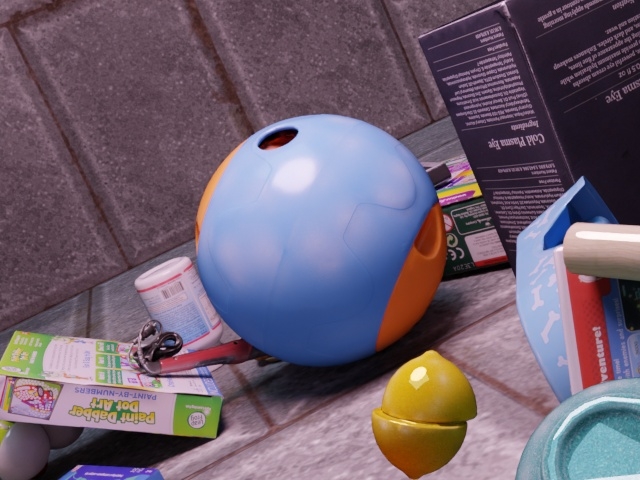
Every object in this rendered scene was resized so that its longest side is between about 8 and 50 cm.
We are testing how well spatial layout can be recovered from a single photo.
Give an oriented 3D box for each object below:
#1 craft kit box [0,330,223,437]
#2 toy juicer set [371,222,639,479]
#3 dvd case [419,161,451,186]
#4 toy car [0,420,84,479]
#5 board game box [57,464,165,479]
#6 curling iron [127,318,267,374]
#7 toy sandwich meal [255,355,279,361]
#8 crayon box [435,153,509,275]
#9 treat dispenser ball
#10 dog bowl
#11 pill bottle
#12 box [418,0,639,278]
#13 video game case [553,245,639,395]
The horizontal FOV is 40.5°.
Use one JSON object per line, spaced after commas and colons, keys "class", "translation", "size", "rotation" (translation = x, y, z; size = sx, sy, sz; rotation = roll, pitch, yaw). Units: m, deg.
{"class": "craft kit box", "translation": [-0.258, 0.169, 1.050], "size": [0.247, 0.061, 0.250], "rotation": [11, 2, -14]}
{"class": "toy juicer set", "translation": [0.131, 0.107, 0.434], "size": [0.329, 0.089, 0.209], "rotation": [-46, 37, -8]}
{"class": "dvd case", "translation": [0.056, -0.051, 1.254], "size": [0.239, 0.029, 0.179], "rotation": [-28, 9, -6]}
{"class": "toy car", "translation": [-0.389, 0.252, 1.066], "size": [0.159, 0.136, 0.182], "rotation": [11, 18, 13]}
{"class": "board game box", "translation": [-0.260, 0.291, 0.810], "size": [0.160, 0.047, 0.210], "rotation": [-13, 17, 45]}
{"class": "curling iron", "translation": [-0.102, 0.122, 1.067], "size": [0.274, 0.068, 0.035], "rotation": [-3, -27, -28]}
{"class": "toy sandwich meal", "translation": [-0.053, 0.134, 1.162], "size": [0.086, 0.029, 0.085], "rotation": [-24, 11, 5]}
{"class": "crayon box", "translation": [0.208, -0.049, 1.274], "size": [0.363, 0.106, 0.313], "rotation": [-16, 13, 43]}
{"class": "treat dispenser ball", "translation": [0.000, 0.000, 0.999], "size": [0.288, 0.288, 0.288], "rotation": [-24, 11, 5]}
{"class": "dog bowl", "translation": [0.210, 0.056, 0.637], "size": [0.074, 0.166, 0.297], "rotation": [-32, 8, 19]}
{"class": "pill bottle", "translation": [-0.192, 0.110, 1.234], "size": [0.087, 0.160, 0.087], "rotation": [-23, 11, 5]}
{"class": "box", "translation": [0.338, -0.160, 0.968], "size": [0.343, 0.312, 0.179], "rotation": [-28, 10, -19]}
{"class": "video game case", "translation": [0.257, 0.069, 0.404], "size": [0.285, 0.204, 0.025], "rotation": [-16, -23, 36]}
